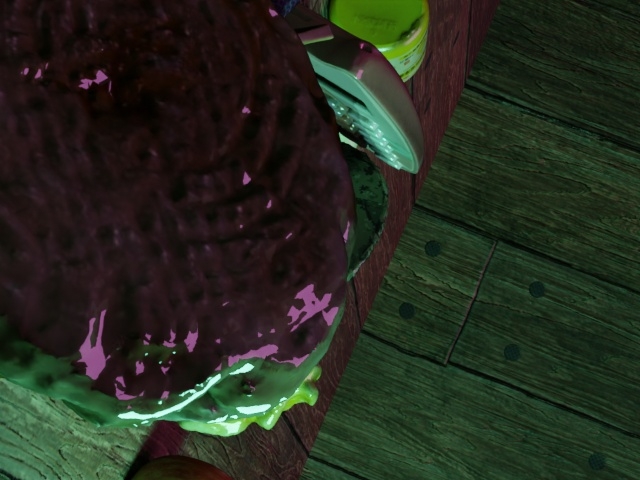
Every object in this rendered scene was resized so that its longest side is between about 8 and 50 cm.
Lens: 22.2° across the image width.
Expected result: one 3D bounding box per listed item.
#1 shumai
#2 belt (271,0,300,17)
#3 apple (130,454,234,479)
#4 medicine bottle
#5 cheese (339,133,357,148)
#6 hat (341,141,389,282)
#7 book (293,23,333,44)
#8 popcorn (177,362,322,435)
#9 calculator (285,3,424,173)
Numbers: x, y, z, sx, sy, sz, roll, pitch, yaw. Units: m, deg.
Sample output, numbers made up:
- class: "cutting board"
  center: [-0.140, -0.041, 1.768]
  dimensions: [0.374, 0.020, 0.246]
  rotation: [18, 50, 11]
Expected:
- class: "shumai"
  center: [-0.159, -0.020, 0.919]
  dimensions: [0.263, 0.304, 0.309]
  rotation: [-41, -138, 52]
- class: "belt"
  center: [-0.085, -0.221, 1.152]
  dimensions: [0.230, 0.126, 0.140]
  rotation: [-55, 139, -54]
- class: "apple"
  center: [-0.165, 0.360, 1.914]
  dimensions: [0.209, 0.164, 0.209]
  rotation: [21, 90, -79]
- class: "medicine bottle"
  center: [0.073, -0.245, 2.042]
  dimensions: [0.212, 0.122, 0.122]
  rotation: [85, 28, -71]
- class: "cheese"
  center: [-0.025, -0.071, 1.777]
  dimensions: [0.159, 0.093, 0.263]
  rotation: [-109, -152, -48]
- class: "hat"
  center: [-0.072, -0.042, 1.533]
  dimensions: [0.128, 0.265, 0.265]
  rotation: [58, 47, -39]
- class: "book"
  center: [-0.103, -0.123, 1.086]
  dimensions: [0.168, 0.192, 0.013]
  rotation: [-35, 118, -73]
- class: "popcorn"
  center: [-0.100, 0.110, 1.748]
  dimensions: [0.185, 0.167, 0.187]
  rotation: [59, 13, -50]
- class: "calculator"
  center: [0.001, -0.151, 1.497]
  dimensions: [0.048, 0.220, 0.330]
  rotation: [-56, 164, -7]
